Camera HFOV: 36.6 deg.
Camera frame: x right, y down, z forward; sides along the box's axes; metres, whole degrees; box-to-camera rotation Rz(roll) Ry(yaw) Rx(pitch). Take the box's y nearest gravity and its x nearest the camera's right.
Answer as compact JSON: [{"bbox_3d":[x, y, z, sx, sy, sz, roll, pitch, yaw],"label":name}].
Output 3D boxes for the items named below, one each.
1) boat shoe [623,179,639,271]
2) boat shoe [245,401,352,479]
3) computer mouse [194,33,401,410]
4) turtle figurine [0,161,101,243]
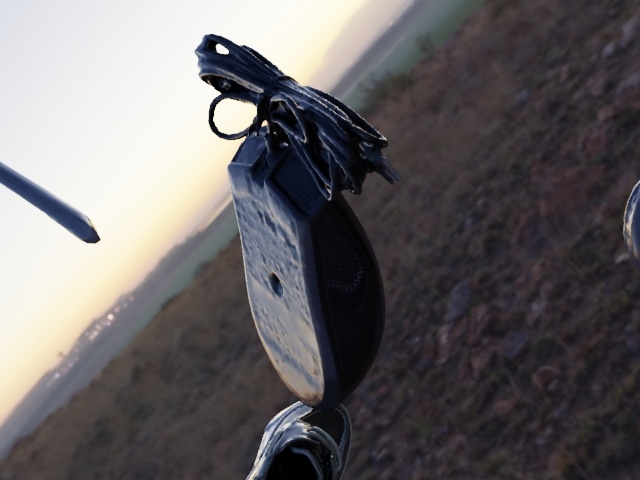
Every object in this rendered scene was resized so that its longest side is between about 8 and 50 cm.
[{"bbox_3d":[0.249,-0.045,0.476,0.285,0.103,0.092,-23,33,-22],"label":"boat shoe"},{"bbox_3d":[-0.016,0.186,0.761,0.070,0.078,0.219,-40,4,34],"label":"boat shoe"},{"bbox_3d":[0.000,0.000,0.657,0.072,0.272,0.188,-25,41,-24],"label":"computer mouse"},{"bbox_3d":[-0.158,-0.138,0.300,0.274,0.266,0.198,-11,-28,-7],"label":"turtle figurine"}]
